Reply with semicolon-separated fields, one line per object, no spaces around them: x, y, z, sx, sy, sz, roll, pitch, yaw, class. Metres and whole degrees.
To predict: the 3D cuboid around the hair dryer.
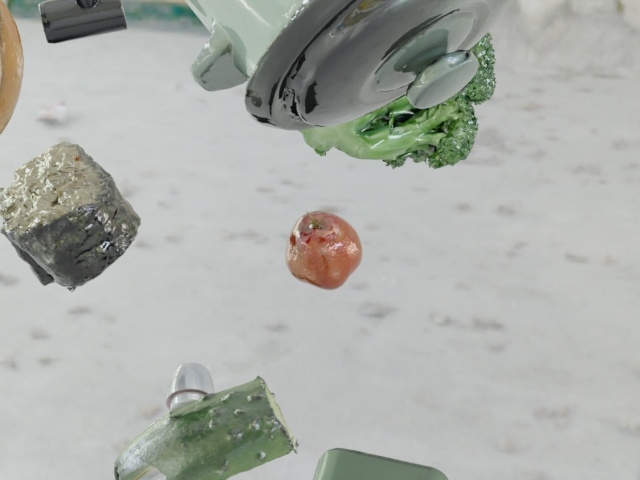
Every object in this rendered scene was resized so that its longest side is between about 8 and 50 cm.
-0.370;-0.392;1.812;0.128;0.255;0.070;-14;59;-6;hair dryer

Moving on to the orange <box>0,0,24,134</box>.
-0.520;-0.192;1.529;0.310;0.274;0.274;-29;29;-16;orange

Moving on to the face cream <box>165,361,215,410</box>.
-0.239;0.280;2.267;0.091;0.091;0.095;1;48;-5;face cream

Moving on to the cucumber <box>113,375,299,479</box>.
-0.212;0.355;2.095;0.326;0.145;0.105;-23;8;3;cucumber

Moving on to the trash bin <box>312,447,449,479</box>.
0.025;0.420;1.333;0.158;0.222;0.343;12;28;10;trash bin

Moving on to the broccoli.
0.068;-0.198;1.494;0.295;0.265;0.245;15;41;23;broccoli

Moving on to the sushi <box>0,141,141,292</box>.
-0.450;-0.052;2.166;0.211;0.171;0.350;-37;28;0;sushi

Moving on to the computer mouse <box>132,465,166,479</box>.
-0.211;0.344;1.359;0.045;0.199;0.102;15;22;19;computer mouse

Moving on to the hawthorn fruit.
0.008;0.008;1.916;0.125;0.140;0.125;14;33;-9;hawthorn fruit

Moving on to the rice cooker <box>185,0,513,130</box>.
0.014;-0.229;0.934;0.317;0.316;0.264;5;-10;8;rice cooker
